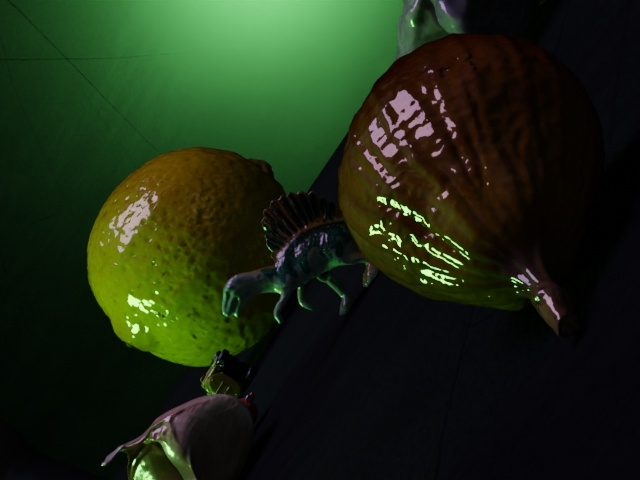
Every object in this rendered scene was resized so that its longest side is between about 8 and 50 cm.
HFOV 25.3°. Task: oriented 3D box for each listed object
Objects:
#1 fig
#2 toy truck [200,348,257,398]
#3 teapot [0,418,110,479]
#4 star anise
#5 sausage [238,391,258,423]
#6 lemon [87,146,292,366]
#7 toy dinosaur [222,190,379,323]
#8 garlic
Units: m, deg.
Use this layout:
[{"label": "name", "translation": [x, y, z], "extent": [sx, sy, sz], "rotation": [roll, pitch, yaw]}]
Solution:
[{"label": "fig", "translation": [0.082, -0.019, 0.595], "extent": [0.119, 0.153, 0.119], "rotation": [-27, -47, -32]}, {"label": "toy truck", "translation": [-0.112, 0.164, 1.692], "extent": [0.054, 0.049, 0.083], "rotation": [-59, 6, -12]}, {"label": "teapot", "translation": [-0.210, 0.181, 0.550], "extent": [0.305, 0.362, 0.376], "rotation": [-68, -1, -48]}, {"label": "star anise", "translation": [0.136, -0.244, 1.220], "extent": [0.359, 0.139, 0.316], "rotation": [-53, -1, 43]}, {"label": "sausage", "translation": [-0.128, 0.246, 1.340], "extent": [0.253, 0.034, 0.034], "rotation": [-56, 4, 11]}, {"label": "lemon", "translation": [-0.159, 0.021, 1.821], "extent": [0.293, 0.293, 0.293], "rotation": [-57, 4, 6]}, {"label": "toy dinosaur", "translation": [0.001, 0.000, 1.179], "extent": [0.187, 0.106, 0.044], "rotation": [-57, 4, 8]}, {"label": "garlic", "translation": [-0.121, 0.199, 1.232], "extent": [0.124, 0.099, 0.174], "rotation": [-42, -7, -38]}]
